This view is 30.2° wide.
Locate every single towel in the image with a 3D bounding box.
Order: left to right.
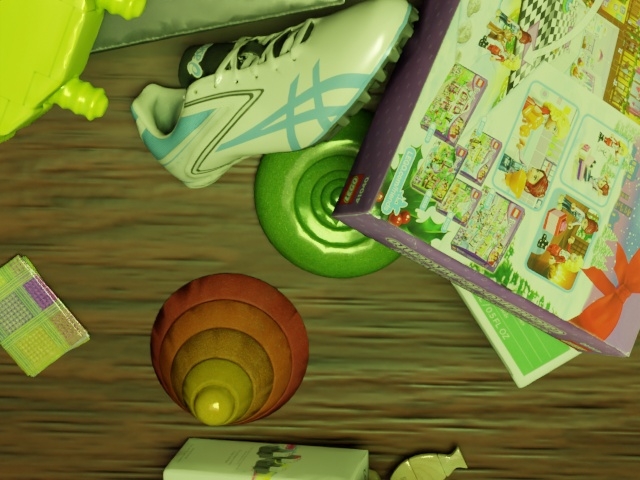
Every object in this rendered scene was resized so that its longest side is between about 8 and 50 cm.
[{"bbox_3d":[-0.220,0.058,0.890,0.060,0.009,0.083,-36,101,10],"label":"towel"}]

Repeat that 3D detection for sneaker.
[{"bbox_3d":[-0.038,-0.100,0.759,0.237,0.085,0.086,-22,123,43],"label":"sneaker"}]

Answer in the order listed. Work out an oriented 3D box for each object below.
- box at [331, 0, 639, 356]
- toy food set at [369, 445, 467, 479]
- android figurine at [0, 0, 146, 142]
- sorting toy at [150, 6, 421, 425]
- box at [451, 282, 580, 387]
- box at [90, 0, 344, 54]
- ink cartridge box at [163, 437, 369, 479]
[{"bbox_3d":[0.153,-0.101,0.734,0.201,0.057,0.293,28,78,-21],"label":"box"},{"bbox_3d":[0.059,0.205,0.919,0.122,0.019,0.078,-14,104,5],"label":"toy food set"},{"bbox_3d":[-0.234,-0.155,0.660,0.272,0.056,0.248,22,105,-2],"label":"android figurine"},{"bbox_3d":[0.000,0.000,0.812,0.127,0.126,0.365,34,104,-8],"label":"sorting toy"},{"bbox_3d":[0.144,0.028,0.828,0.087,0.102,0.101,-32,101,7],"label":"box"},{"bbox_3d":[-0.129,-0.208,0.748,0.270,0.143,0.165,-11,105,3],"label":"box"},{"bbox_3d":[-0.019,0.211,0.881,0.181,0.061,0.104,2,106,15],"label":"ink cartridge box"}]
